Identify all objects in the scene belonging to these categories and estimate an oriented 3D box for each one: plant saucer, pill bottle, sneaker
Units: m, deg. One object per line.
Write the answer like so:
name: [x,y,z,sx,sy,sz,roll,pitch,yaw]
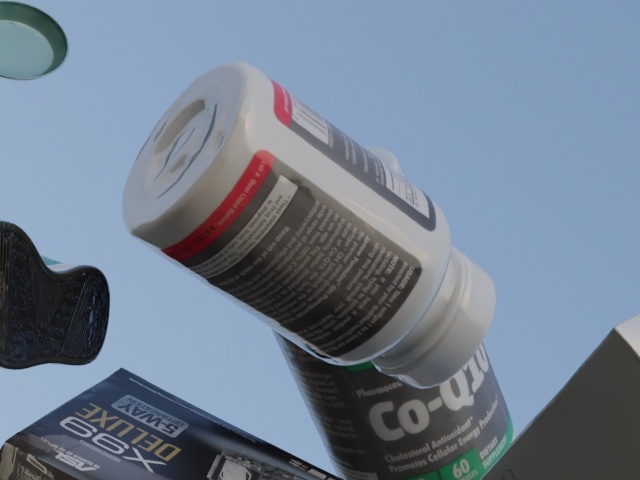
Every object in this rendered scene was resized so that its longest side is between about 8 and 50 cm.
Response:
plant saucer: [-0.336,-0.214,1.668,0.119,0.119,0.021,38,-42,10]
pill bottle: [0.060,0.098,1.605,0.204,0.204,0.361,-4,-59,36]
sneaker: [-0.296,0.036,1.192,0.178,0.295,0.124,4,-100,14]
pill bottle: [0.000,0.000,1.326,0.318,0.176,0.176,35,-42,-27]

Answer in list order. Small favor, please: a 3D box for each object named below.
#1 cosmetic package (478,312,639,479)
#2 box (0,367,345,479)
cosmetic package: [0.265,0.197,1.264,0.156,0.217,0.385,53,-40,22]
box: [-0.097,0.232,1.291,0.307,0.242,0.077,25,-76,11]
